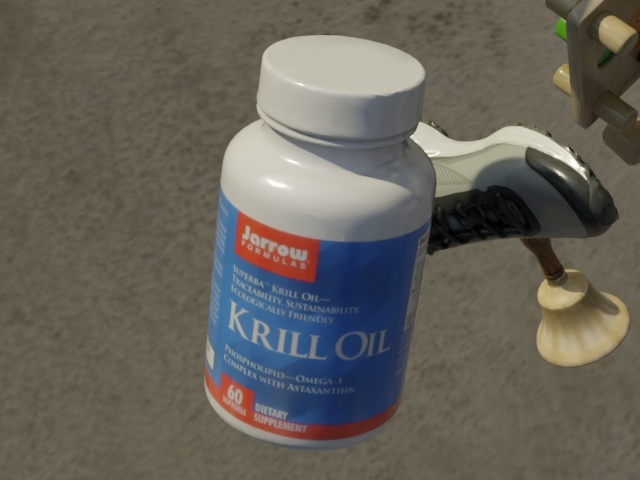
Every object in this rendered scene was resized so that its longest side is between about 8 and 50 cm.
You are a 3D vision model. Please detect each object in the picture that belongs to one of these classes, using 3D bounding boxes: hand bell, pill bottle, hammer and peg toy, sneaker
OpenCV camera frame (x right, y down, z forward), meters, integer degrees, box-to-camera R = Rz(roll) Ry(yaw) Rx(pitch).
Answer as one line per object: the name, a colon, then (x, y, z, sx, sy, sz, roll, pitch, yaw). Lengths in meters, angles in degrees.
hand bell: (0.282, 0.031, 1.733, 0.126, 0.126, 0.242, -15, 128, 25)
pill bottle: (0.000, 0.000, 0.816, 0.124, 0.124, 0.221, 16, 119, 19)
hammer and peg toy: (0.424, -0.272, 1.845, 0.266, 0.361, 0.127, -44, 63, -9)
sneaker: (0.114, -0.029, 1.094, 0.272, 0.108, 0.100, 9, 146, 49)
